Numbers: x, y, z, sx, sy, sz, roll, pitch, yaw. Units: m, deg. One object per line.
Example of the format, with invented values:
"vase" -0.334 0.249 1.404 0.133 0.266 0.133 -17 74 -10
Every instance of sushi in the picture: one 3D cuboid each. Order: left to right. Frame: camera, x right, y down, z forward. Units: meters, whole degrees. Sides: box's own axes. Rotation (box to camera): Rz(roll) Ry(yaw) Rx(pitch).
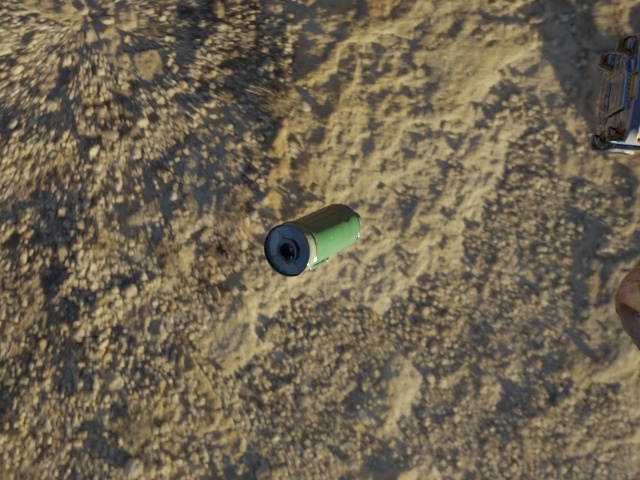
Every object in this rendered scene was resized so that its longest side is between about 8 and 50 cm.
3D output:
"sushi" 0.495 0.064 1.176 0.107 0.161 0.241 59 41 -21

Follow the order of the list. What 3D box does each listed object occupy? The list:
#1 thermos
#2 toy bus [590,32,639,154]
"thermos" 0.003 -0.003 1.223 0.073 0.188 0.083 -11 98 33
"toy bus" 0.398 -0.163 1.011 0.136 0.209 0.126 6 93 7
